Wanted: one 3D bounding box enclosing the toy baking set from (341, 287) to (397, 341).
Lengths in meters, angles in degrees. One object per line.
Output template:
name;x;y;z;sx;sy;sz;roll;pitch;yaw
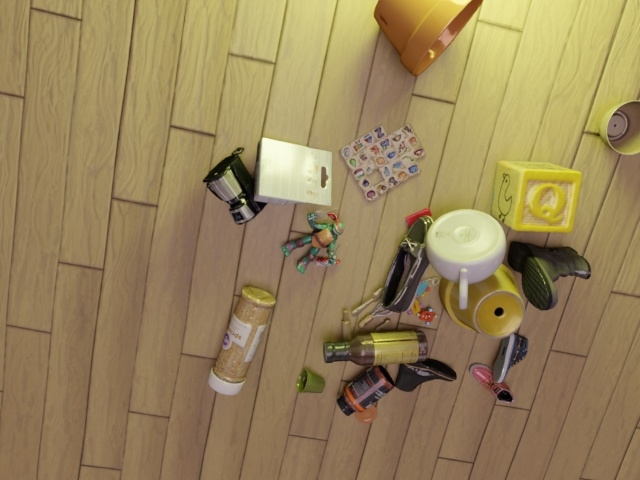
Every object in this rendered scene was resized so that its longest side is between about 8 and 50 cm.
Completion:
toy baking set;0.165;0.281;1.904;0.196;0.030;0.256;-11;112;-6

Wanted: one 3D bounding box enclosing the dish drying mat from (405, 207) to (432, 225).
dish drying mat;0.322;-0.077;1.822;0.083;0.008;0.032;-24;106;4

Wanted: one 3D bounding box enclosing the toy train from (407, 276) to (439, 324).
toy train;0.344;0.201;1.885;0.125;0.046;0.166;3;97;-28

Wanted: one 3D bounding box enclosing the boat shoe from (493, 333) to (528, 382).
boat shoe;0.665;0.414;1.933;0.083;0.065;0.183;19;86;-10

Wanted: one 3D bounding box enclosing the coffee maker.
coffee maker;-0.241;-0.164;1.697;0.171;0.120;0.178;-44;119;-20

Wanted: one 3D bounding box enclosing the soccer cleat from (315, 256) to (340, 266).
soccer cleat;0.024;0.072;1.837;0.083;0.029;0.036;2;133;-14

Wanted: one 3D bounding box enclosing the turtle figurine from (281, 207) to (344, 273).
turtle figurine;0.000;0.000;1.768;0.234;0.118;0.175;-34;86;23

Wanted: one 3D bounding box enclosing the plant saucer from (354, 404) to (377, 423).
plant saucer;0.165;0.625;2.005;0.083;0.013;0.084;-1;105;-3

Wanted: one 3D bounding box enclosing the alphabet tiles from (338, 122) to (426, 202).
alphabet tiles;0.207;-0.263;1.764;0.237;0.009;0.198;-31;105;5

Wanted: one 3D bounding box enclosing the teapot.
teapot;0.441;0.046;1.692;0.256;0.252;0.187;-32;138;-15

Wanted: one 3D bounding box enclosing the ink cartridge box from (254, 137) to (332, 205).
ink cartridge box;-0.083;-0.200;1.707;0.232;0.066;0.189;9;73;-25

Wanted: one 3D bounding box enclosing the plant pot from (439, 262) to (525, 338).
plant pot;0.535;0.193;1.791;0.254;0.239;0.254;-1;105;-4

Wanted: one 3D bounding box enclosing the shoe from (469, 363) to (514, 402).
shoe;0.608;0.505;1.962;0.178;0.081;0.063;36;100;-12

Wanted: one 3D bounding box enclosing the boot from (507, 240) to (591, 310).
boot;0.737;0.097;1.727;0.222;0.338;0.118;4;121;-1

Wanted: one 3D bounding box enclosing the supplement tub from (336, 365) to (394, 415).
supplement tub;0.152;0.522;1.928;0.198;0.106;0.106;-39;104;7

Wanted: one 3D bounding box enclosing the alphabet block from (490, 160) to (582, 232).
alphabet block;0.662;-0.140;1.727;0.193;0.197;0.192;0;105;-3

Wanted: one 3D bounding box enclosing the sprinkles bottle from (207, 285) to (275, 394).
sprinkles bottle;-0.262;0.332;1.843;0.121;0.121;0.355;20;103;-9

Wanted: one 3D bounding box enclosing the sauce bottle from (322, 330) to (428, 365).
sauce bottle;0.181;0.362;1.862;0.344;0.111;0.111;-1;106;-9

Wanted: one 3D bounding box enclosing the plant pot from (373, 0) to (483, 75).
plant pot;0.285;-0.635;1.542;0.203;0.291;0.291;42;100;4

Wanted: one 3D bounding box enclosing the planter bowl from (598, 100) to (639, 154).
planter bowl;0.939;-0.354;1.729;0.162;0.109;0.162;-1;106;-2

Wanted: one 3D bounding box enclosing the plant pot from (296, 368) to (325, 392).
plant pot;-0.029;0.497;1.930;0.079;0.083;0.083;20;104;-20

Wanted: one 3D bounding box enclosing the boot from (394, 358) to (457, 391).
boot;0.364;0.487;1.955;0.197;0.077;0.137;20;108;5

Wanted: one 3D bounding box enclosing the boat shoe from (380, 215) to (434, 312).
boat shoe;0.281;0.080;1.796;0.095;0.112;0.335;5;107;-36
